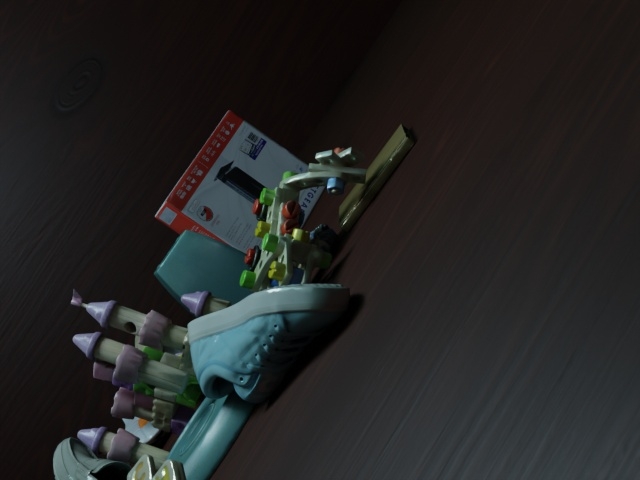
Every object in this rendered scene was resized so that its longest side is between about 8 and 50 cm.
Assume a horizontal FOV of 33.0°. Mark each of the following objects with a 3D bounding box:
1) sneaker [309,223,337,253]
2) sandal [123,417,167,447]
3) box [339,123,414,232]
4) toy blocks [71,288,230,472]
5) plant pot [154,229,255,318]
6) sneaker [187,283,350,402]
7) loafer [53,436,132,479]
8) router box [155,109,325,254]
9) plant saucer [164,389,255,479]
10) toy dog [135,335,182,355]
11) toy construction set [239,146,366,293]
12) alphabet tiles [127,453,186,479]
[{"bbox_3d":[0.000,0.000,2.010,0.058,0.052,0.135,-52,17,-10],"label":"sneaker"},{"bbox_3d":[-0.388,0.419,2.447,0.102,0.076,0.265,-33,16,-10],"label":"sandal"},{"bbox_3d":[0.100,-0.117,1.975,0.201,0.021,0.164,-54,8,12],"label":"box"},{"bbox_3d":[-0.339,0.225,2.017,0.309,0.260,0.288,-64,-11,-52],"label":"toy blocks"},{"bbox_3d":[-0.214,0.090,2.208,0.165,0.234,0.165,-57,8,-10],"label":"plant pot"},{"bbox_3d":[-0.070,0.160,1.603,0.366,0.135,0.150,-26,70,53],"label":"sneaker"},{"bbox_3d":[-0.364,0.421,1.844,0.111,0.112,0.319,-55,41,1],"label":"loafer"},{"bbox_3d":[-0.178,-0.101,2.546,0.082,0.301,0.335,-46,13,51],"label":"router box"},{"bbox_3d":[-0.192,0.324,1.803,0.317,0.044,0.317,-54,7,10],"label":"plant saucer"},{"bbox_3d":[-0.335,0.298,2.316,0.333,0.220,0.161,102,160,-66],"label":"toy dog"},{"bbox_3d":[-0.042,-0.026,1.871,0.215,0.151,0.327,-46,18,58],"label":"toy construction set"},{"bbox_3d":[-0.256,0.429,1.428,0.284,0.021,0.278,-53,32,20],"label":"alphabet tiles"}]
